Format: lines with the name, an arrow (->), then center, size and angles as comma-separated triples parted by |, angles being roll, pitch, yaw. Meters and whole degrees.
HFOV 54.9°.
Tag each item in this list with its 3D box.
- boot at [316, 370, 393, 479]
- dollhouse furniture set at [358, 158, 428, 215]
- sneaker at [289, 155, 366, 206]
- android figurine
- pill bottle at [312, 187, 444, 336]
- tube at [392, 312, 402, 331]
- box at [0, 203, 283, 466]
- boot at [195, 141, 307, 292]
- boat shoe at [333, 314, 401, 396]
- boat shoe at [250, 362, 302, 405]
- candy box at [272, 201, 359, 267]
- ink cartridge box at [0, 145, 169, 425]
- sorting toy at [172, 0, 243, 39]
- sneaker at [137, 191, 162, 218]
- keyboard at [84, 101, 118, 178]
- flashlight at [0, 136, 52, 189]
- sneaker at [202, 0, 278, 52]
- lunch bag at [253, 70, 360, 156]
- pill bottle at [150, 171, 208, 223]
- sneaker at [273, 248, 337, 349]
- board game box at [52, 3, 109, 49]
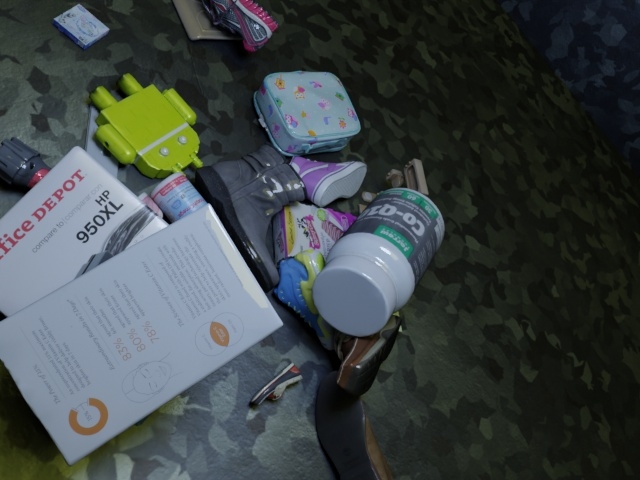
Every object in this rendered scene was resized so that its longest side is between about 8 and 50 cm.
boot -> 0.076, 0.431, 1.317 | 0.115, 0.112, 0.305 | 30, 37, -58
dollhouse furniture set -> 0.191, -0.134, 1.669 | 0.123, 0.151, 0.144 | 12, 56, -29
sneaker -> 0.009, -0.180, 1.606 | 0.161, 0.102, 0.282 | 30, 23, 20
android figurine -> -0.383, -0.251, 1.392 | 0.273, 0.056, 0.248 | 49, 46, -4
pill bottle -> 0.135, 0.042, 1.378 | 0.204, 0.204, 0.361 | 46, 39, -4
tube -> 0.158, 0.113, 1.566 | 0.062, 0.070, 0.240 | 49, 36, -61
box -> -0.266, 0.128, 0.924 | 0.345, 0.168, 0.215 | -32, 94, -15
boot -> -0.117, -0.067, 1.388 | 0.222, 0.118, 0.338 | -23, 75, -24
boat shoe -> 0.085, 0.236, 1.358 | 0.120, 0.123, 0.324 | 22, 16, 14
boat shoe -> -0.090, 0.307, 1.286 | 0.137, 0.049, 0.043 | -33, 87, -47
candy box -> 0.000, 0.000, 1.510 | 0.233, 0.071, 0.159 | 10, 59, -30
ink cartridge box -> -0.367, 0.078, 1.076 | 0.395, 0.166, 0.285 | 42, 76, -6
sorting toy -> -0.312, -0.680, 1.716 | 0.229, 0.041, 0.307 | -15, 73, -35
sneaker -> -0.360, -0.059, 1.269 | 0.051, 0.134, 0.070 | -36, 99, -2
keyboard -> -0.473, -0.195, 1.336 | 0.072, 0.014, 0.256 | 15, 57, -34
flashlight -> -0.492, -0.076, 1.191 | 0.304, 0.103, 0.103 | 38, 52, -13
sneaker -> -0.259, -0.621, 1.625 | 0.299, 0.112, 0.121 | 38, 10, 6
lunch bag -> -0.037, -0.337, 1.657 | 0.279, 0.108, 0.224 | -15, 76, -39
pill bottle -> -0.286, -0.062, 1.334 | 0.160, 0.087, 0.087 | 50, 48, -2
sneaker -> -0.032, 0.139, 1.409 | 0.091, 0.126, 0.240 | -36, 116, -67
board game box -> -0.561, -0.502, 1.445 | 0.090, 0.020, 0.090 | 40, 49, -9
